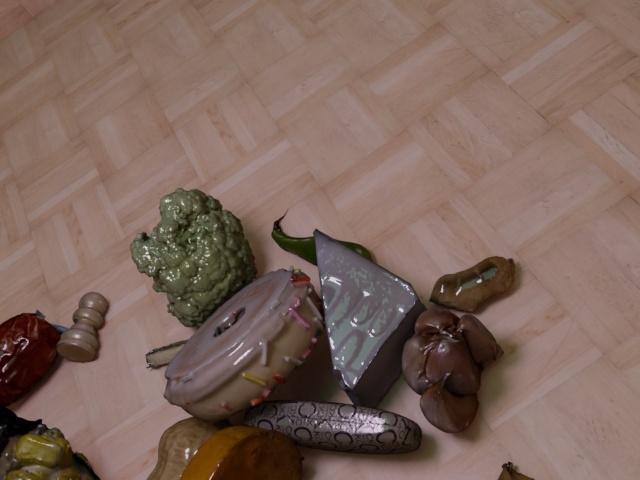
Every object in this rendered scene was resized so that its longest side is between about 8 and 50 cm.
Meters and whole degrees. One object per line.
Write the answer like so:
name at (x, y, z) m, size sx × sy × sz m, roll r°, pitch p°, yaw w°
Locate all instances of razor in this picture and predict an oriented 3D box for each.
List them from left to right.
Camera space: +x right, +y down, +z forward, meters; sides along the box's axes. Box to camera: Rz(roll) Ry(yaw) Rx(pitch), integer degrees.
razor at (-0.677, 0.221, 2.062) m, size 0.135 × 0.040 × 0.068 m, roll 9°, pitch 63°, yaw 25°

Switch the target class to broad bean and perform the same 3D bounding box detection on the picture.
broad bean at (-0.007, 0.009, 1.859) m, size 0.318 × 0.056 × 0.098 m, roll 28°, pitch 74°, yaw 39°

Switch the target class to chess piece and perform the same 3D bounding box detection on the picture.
chess piece at (-0.577, 0.202, 1.991) m, size 0.094 × 0.094 × 0.170 m, roll -8°, pitch 52°, yaw 21°

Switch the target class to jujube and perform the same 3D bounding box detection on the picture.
jujube at (-0.744, 0.290, 1.964) m, size 0.174 × 0.174 × 0.250 m, roll 31°, pitch 71°, yaw 38°

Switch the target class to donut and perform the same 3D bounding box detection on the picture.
donut at (-0.154, 0.468, 1.492) m, size 0.109 × 0.277 × 0.277 m, roll 11°, pitch 64°, yaw 41°
donut at (-0.144, 0.213, 1.644) m, size 0.383 × 0.142 × 0.382 m, roll -38°, pitch 13°, yaw 11°

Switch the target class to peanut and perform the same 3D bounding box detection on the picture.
peanut at (-0.253, 0.454, 1.645) m, size 0.197 × 0.110 × 0.232 m, roll -2°, pitch 60°, yaw 25°

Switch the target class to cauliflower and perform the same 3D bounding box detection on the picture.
cauliflower at (-0.304, 0.042, 1.859) m, size 0.281 × 0.261 × 0.326 m, roll 2°, pitch 97°, yaw 48°

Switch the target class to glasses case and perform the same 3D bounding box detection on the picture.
glasses case at (0.019, 0.356, 1.556) m, size 0.355 × 0.137 × 0.085 m, roll -1°, pitch 65°, yaw 27°

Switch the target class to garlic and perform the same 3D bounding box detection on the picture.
garlic at (0.226, 0.234, 1.518) m, size 0.160 × 0.191 × 0.214 m, roll 17°, pitch 74°, yaw 45°

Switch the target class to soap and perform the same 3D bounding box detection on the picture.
soap at (0.045, 0.162, 1.641) m, size 0.302 × 0.159 × 0.257 m, roll 31°, pitch 79°, yaw 30°

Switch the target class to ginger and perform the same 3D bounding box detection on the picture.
ginger at (0.306, 0.089, 1.641) m, size 0.190 × 0.068 × 0.095 m, roll -26°, pitch 29°, yaw 9°

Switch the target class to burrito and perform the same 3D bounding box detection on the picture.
burrito at (-0.317, 0.251, 1.860) m, size 0.186 × 0.041 × 0.045 m, roll -16°, pitch 95°, yaw 15°

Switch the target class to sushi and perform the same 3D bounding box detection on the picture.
sushi at (-0.595, 0.509, 1.662) m, size 0.286 × 0.327 × 0.328 m, roll -5°, pitch 41°, yaw 7°

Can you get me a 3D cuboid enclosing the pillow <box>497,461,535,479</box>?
pillow at (0.343, 0.504, 1.265) m, size 0.310 × 0.119 × 0.312 m, roll 26°, pitch 40°, yaw 34°
